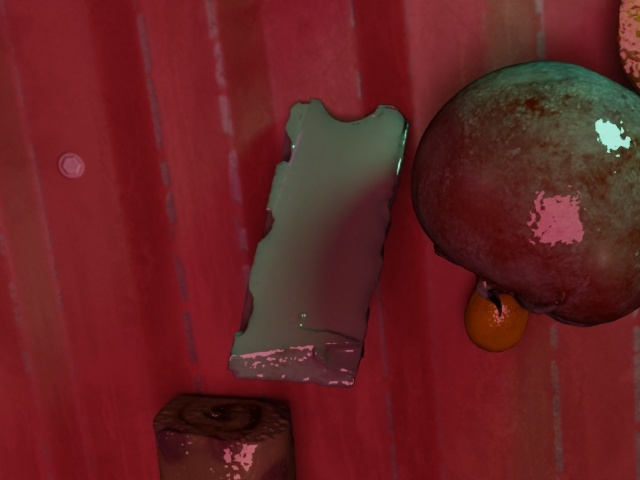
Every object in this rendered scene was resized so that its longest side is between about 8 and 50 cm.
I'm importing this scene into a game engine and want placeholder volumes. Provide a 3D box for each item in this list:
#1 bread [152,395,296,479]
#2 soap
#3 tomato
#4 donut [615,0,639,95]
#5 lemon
[{"bbox_3d":[-0.120,0.391,1.464,0.187,0.155,0.339,0,108,12],"label":"bread"},{"bbox_3d":[0.000,0.000,1.268,0.158,0.258,0.302,10,108,5],"label":"soap"},{"bbox_3d":[0.255,-0.047,1.193,0.316,0.317,0.283,29,93,-3],"label":"tomato"},{"bbox_3d":[0.411,-0.241,1.220,0.152,0.101,0.259,-8,108,10],"label":"donut"},{"bbox_3d":[0.226,0.091,1.363,0.082,0.082,0.111,15,116,2],"label":"lemon"}]
